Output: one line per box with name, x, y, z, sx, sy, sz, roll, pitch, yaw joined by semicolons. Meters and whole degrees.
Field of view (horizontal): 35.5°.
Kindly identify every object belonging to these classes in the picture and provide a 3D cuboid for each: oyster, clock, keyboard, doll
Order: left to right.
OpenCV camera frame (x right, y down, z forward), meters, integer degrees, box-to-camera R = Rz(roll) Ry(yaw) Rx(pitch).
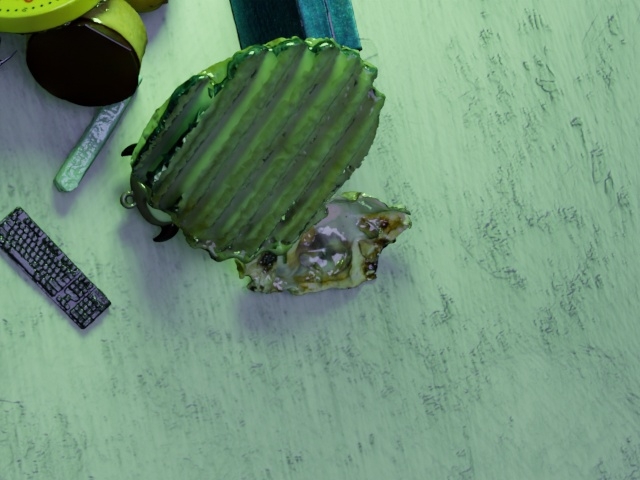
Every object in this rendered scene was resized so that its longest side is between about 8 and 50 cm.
clock;-0.455;-0.447;1.561;0.293;0.071;0.277;13;61;12
keyboard;-0.454;0.049;1.687;0.072;0.023;0.231;-45;107;-16
doll;-0.226;-0.110;1.744;0.257;0.117;0.182;-24;105;-26
oyster;-0.001;-0.004;1.864;0.354;0.107;0.201;-8;124;-31

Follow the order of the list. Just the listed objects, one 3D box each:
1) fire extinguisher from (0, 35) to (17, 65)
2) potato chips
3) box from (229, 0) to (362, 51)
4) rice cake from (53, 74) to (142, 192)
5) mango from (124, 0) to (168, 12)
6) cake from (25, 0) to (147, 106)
fire extinguisher;-0.623;-0.345;1.588;0.267;0.072;0.089;32;80;-21
potato chips;-0.094;-0.156;1.637;0.358;0.070;0.429;28;108;-31
box;-0.059;-0.423;1.739;0.116;0.279;0.261;-17;97;-26
rice cake;-0.381;-0.188;1.713;0.042;0.045;0.245;35;75;-21
mango;-0.318;-0.516;1.718;0.156;0.114;0.251;-2;78;-15
cake;-0.376;-0.341;1.650;0.185;0.207;0.178;56;34;-46
